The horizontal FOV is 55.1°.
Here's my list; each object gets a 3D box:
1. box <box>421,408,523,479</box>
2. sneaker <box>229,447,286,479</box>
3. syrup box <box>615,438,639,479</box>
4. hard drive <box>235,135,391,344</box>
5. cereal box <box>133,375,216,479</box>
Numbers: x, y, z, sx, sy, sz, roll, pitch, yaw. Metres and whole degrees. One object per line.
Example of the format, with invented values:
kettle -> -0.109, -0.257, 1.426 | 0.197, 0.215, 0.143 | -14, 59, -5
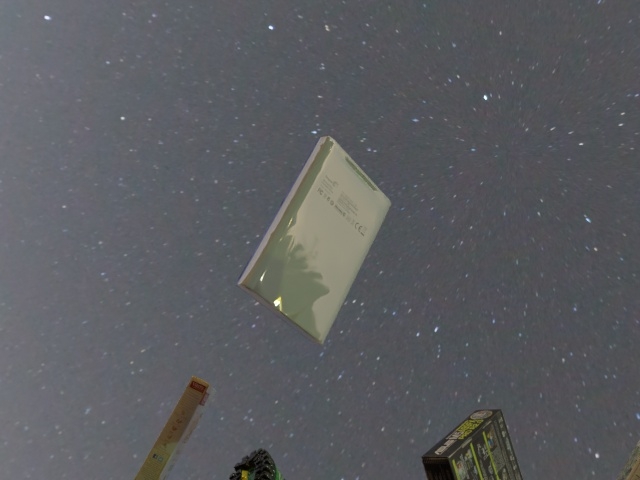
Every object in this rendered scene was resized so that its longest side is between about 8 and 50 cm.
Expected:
box -> 0.298, 0.474, 1.116 | 0.060, 0.216, 0.270 | -18, -91, 43
sneaker -> -0.087, 0.558, 1.197 | 0.134, 0.343, 0.146 | -37, -71, 6
syrup box -> 0.455, 0.330, 0.817 | 0.096, 0.093, 0.236 | 29, -96, 26
hard drive -> 0.000, 0.000, 1.124 | 0.040, 0.210, 0.318 | 3, -122, 48
cereal box -> -0.296, 0.400, 1.257 | 0.047, 0.173, 0.240 | 28, -108, 4
